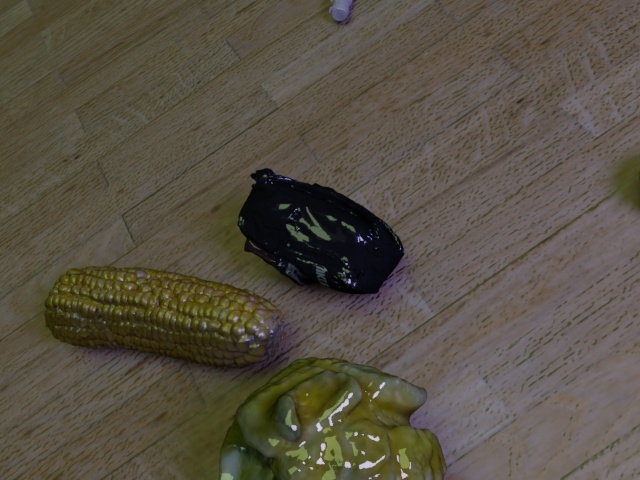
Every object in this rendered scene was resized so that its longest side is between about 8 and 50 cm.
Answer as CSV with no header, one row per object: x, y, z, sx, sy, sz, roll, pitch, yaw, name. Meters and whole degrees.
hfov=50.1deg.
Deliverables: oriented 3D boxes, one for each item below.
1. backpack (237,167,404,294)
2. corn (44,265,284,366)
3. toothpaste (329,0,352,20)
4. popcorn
-0.001,0.000,0.709,0.165,0.120,0.106,32,98,34,backpack
-0.172,0.081,0.736,0.291,0.101,0.101,5,63,26,corn
0.035,-0.385,0.977,0.048,0.031,0.191,-8,55,22,toothpaste
0.007,0.187,0.563,0.187,0.167,0.186,-41,68,44,popcorn
